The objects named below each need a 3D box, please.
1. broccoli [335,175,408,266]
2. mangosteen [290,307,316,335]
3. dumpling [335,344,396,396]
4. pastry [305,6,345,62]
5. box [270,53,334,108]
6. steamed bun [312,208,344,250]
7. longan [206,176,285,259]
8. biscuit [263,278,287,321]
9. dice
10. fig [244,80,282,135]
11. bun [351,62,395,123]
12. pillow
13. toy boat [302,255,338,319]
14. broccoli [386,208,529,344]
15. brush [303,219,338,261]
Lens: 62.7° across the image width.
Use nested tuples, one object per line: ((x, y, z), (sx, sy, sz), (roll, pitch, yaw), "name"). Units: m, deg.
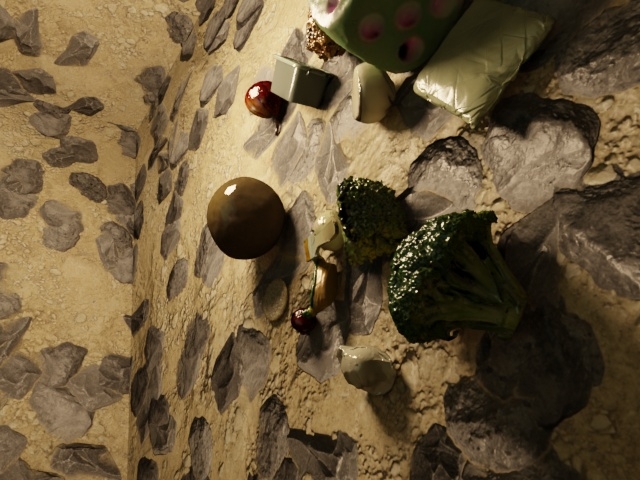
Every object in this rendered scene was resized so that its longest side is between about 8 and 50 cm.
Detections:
((0.142, -0.046, 1.409), (0.180, 0.273, 0.243), (-7, 52, 6), "broccoli")
((-0.052, 0.244, 1.597), (0.081, 0.080, 0.081), (-25, 58, 48), "mangosteen")
((0.110, 0.330, 1.322), (0.187, 0.108, 0.127), (3, 103, 38), "dumpling")
((0.055, -0.718, 1.698), (0.275, 0.192, 0.275), (-168, 90, -87), "pastry")
((-0.078, -0.568, 1.882), (0.243, 0.163, 0.135), (44, 123, 50), "box")
((0.023, -0.029, 1.580), (0.112, 0.090, 0.130), (-54, 40, 31), "steamed bun")
((-0.266, -0.074, 1.859), (0.297, 0.297, 0.298), (-25, 58, 48), "longan")
((-0.155, 0.205, 1.805), (0.152, 0.020, 0.152), (-28, 54, 48), "biscuit")
((0.177, -0.671, 1.408), (0.330, 0.318, 0.322), (-54, 40, 29), "dice")
((-0.214, -0.547, 2.067), (0.148, 0.149, 0.202), (-47, 53, 12), "fig")
((0.156, -0.425, 1.515), (0.173, 0.119, 0.173), (177, 90, -87), "bun")
((0.376, -0.427, 1.249), (0.281, 0.076, 0.274), (-56, 39, 16), "pillow")
((-0.001, 0.128, 1.548), (0.088, 0.089, 0.230), (-14, 45, 27), "toy boat")
((0.273, 0.086, 1.063), (0.283, 0.303, 0.321), (26, 103, 24), "broccoli")
((0.000, 0.000, 1.468), (0.336, 0.020, 0.086), (142, 122, -72), "brush")
